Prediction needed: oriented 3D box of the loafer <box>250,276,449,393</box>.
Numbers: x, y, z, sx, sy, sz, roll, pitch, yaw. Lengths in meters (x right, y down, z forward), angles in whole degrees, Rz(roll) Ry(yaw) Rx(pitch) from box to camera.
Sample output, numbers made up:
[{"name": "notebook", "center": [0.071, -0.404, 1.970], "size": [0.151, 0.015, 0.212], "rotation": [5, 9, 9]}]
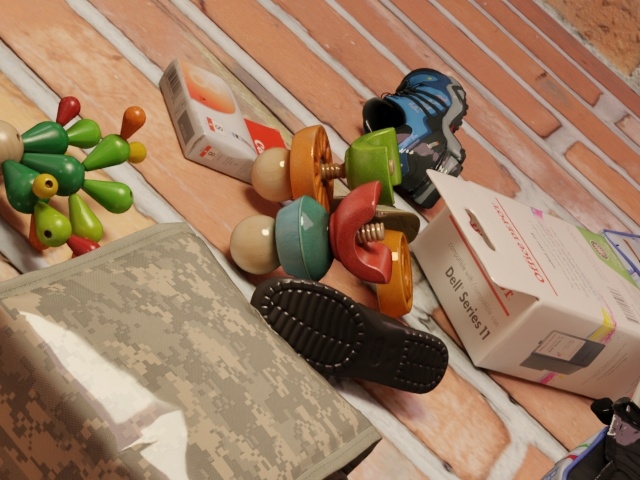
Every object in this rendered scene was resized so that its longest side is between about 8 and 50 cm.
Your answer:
[{"name": "loafer", "center": [0.019, 0.094, 1.291], "size": [0.220, 0.080, 0.078], "rotation": [26, -4, -26]}]

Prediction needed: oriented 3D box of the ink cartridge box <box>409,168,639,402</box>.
[{"name": "ink cartridge box", "center": [0.247, 0.060, 1.592], "size": [0.353, 0.119, 0.207], "rotation": [19, 33, -40]}]

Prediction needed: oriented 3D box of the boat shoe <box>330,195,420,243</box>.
[{"name": "boat shoe", "center": [0.043, -0.024, 1.534], "size": [0.152, 0.056, 0.049], "rotation": [12, 10, -33]}]

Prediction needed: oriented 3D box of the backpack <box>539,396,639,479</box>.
[{"name": "backpack", "center": [0.260, 0.293, 1.126], "size": [0.276, 0.213, 0.263], "rotation": [44, 16, 22]}]

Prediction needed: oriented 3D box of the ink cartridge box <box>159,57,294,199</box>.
[{"name": "ink cartridge box", "center": [-0.089, -0.124, 1.517], "size": [0.179, 0.045, 0.145], "rotation": [18, 34, -35]}]

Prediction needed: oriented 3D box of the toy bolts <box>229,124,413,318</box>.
[{"name": "toy bolts", "center": [0.000, 0.000, 1.386], "size": [0.228, 0.158, 0.218], "rotation": [-61, 144, -70]}]

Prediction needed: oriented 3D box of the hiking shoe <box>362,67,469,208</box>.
[{"name": "hiking shoe", "center": [0.123, -0.172, 1.808], "size": [0.132, 0.113, 0.304], "rotation": [33, 26, -18]}]

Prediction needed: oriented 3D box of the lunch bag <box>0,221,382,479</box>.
[{"name": "lunch bag", "center": [-0.107, 0.124, 0.939], "size": [0.235, 0.169, 0.287], "rotation": [46, 30, 12]}]

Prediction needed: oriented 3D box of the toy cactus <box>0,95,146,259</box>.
[{"name": "toy cactus", "center": [-0.245, -0.071, 1.163], "size": [0.180, 0.112, 0.219], "rotation": [22, 37, -14]}]

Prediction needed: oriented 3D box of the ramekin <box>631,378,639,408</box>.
[{"name": "ramekin", "center": [0.430, 0.166, 1.476], "size": [0.109, 0.207, 0.207], "rotation": [31, 25, 3]}]

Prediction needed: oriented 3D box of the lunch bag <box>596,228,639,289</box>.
[{"name": "lunch bag", "center": [0.499, 0.091, 1.906], "size": [0.303, 0.115, 0.243], "rotation": [10, 36, -46]}]
